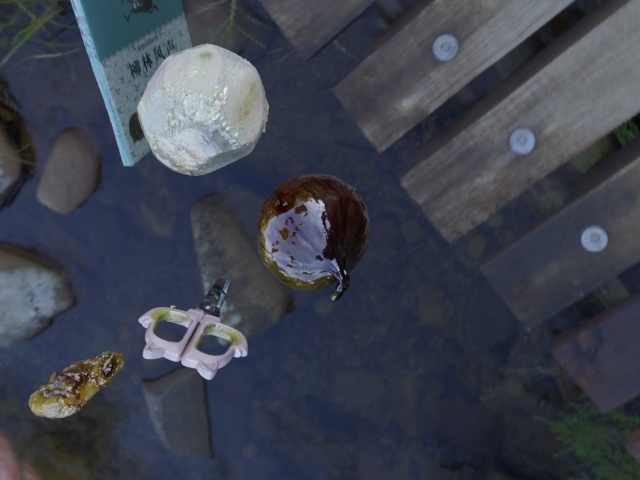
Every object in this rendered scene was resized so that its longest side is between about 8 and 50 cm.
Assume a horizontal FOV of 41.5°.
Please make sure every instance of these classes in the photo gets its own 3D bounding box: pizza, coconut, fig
[{"bbox_3d":[-0.453,0.262,1.591,0.154,0.194,0.069,-13,110,53],"label":"pizza"},{"bbox_3d":[-0.166,-0.195,1.239,0.194,0.194,0.194,8,115,16],"label":"coconut"},{"bbox_3d":[-0.007,-0.014,1.609,0.214,0.235,0.235,26,131,58],"label":"fig"}]

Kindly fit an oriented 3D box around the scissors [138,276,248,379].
[{"bbox_3d":[-0.173,0.112,1.252,0.160,0.317,0.024,18,109,-1],"label":"scissors"}]

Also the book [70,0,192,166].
[{"bbox_3d":[-0.314,-0.353,1.467,0.031,0.264,0.379,5,124,26],"label":"book"}]
